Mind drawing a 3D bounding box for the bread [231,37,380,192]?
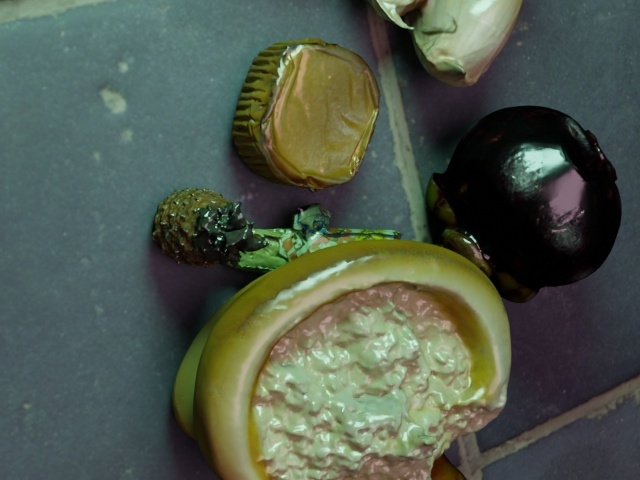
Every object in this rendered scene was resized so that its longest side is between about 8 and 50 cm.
[{"bbox_3d":[-0.024,-0.166,1.421,0.199,0.104,0.199,-5,100,-32],"label":"bread"}]

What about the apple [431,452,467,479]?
[{"bbox_3d":[0.095,0.356,1.456,0.230,0.230,0.229,-2,95,-29],"label":"apple"}]

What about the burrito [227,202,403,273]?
[{"bbox_3d":[0.000,0.000,1.468,0.288,0.054,0.104,1,105,-29],"label":"burrito"}]

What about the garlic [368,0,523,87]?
[{"bbox_3d":[0.184,-0.385,1.464,0.286,0.249,0.313,19,104,-45],"label":"garlic"}]

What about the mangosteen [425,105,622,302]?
[{"bbox_3d":[0.281,-0.051,1.538,0.287,0.288,0.233,48,43,-23],"label":"mangosteen"}]

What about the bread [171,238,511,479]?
[{"bbox_3d":[0.035,0.174,1.380,0.424,0.245,0.328,-22,89,-19],"label":"bread"}]

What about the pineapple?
[{"bbox_3d":[-0.133,-0.010,1.316,0.108,0.198,0.108,-5,100,-28],"label":"pineapple"}]
